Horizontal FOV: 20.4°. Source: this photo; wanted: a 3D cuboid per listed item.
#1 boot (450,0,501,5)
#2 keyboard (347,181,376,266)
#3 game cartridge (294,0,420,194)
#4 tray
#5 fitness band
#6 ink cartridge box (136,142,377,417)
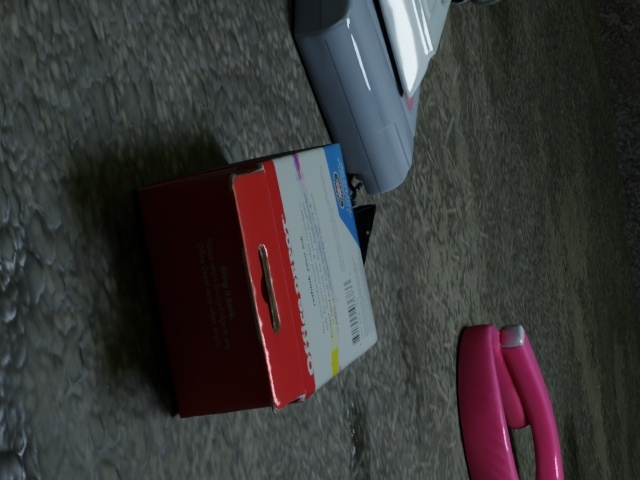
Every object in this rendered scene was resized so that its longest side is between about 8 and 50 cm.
[{"bbox_3d":[0.161,-0.350,1.997,0.208,0.076,0.190,-7,86,-68],"label":"boot"},{"bbox_3d":[0.000,0.000,1.290,0.192,0.038,0.100,-22,125,-75],"label":"keyboard"},{"bbox_3d":[0.036,-0.204,1.478,0.294,0.060,0.196,-82,153,-48],"label":"game cartridge"},{"bbox_3d":[0.085,-0.238,1.522,0.270,0.030,0.145,-70,148,-60],"label":"tray"},{"bbox_3d":[0.200,0.213,1.814,0.291,0.054,0.209,64,23,-44],"label":"fitness band"},{"bbox_3d":[-0.038,0.021,1.030,0.231,0.078,0.134,-23,103,-74],"label":"ink cartridge box"}]
